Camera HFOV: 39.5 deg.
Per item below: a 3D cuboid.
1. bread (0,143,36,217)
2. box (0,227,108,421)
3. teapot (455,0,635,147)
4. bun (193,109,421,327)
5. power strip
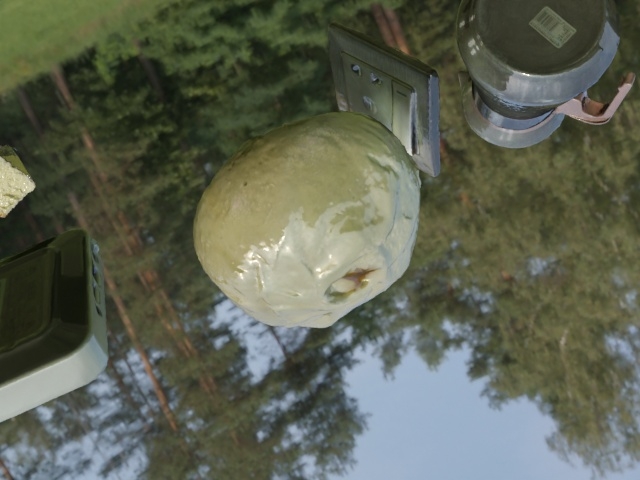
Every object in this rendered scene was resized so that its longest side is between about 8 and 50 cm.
[{"bbox_3d":[-0.734,-0.132,1.982,0.147,0.127,0.152,-41,167,9],"label":"bread"},{"bbox_3d":[-0.529,0.150,1.456,0.372,0.091,0.367,-25,-144,0],"label":"box"},{"bbox_3d":[0.371,-0.298,1.511,0.344,0.300,0.253,67,45,-77],"label":"teapot"},{"bbox_3d":[0.003,0.000,1.303,0.364,0.364,0.202,-27,-124,-5],"label":"bun"},{"bbox_3d":[0.133,-0.268,1.643,0.092,0.257,0.251,-35,-127,-21],"label":"power strip"}]
